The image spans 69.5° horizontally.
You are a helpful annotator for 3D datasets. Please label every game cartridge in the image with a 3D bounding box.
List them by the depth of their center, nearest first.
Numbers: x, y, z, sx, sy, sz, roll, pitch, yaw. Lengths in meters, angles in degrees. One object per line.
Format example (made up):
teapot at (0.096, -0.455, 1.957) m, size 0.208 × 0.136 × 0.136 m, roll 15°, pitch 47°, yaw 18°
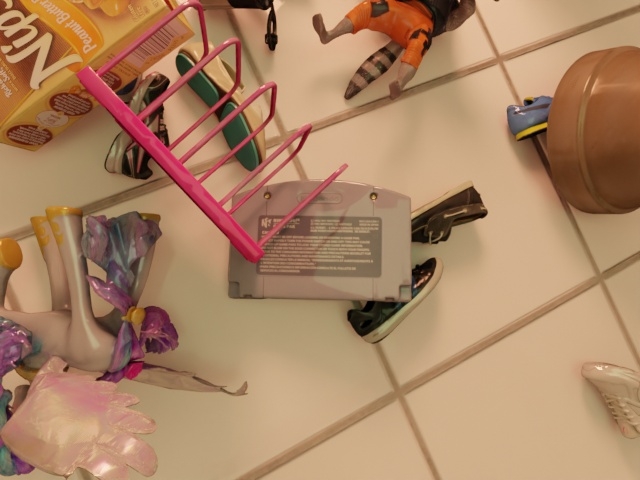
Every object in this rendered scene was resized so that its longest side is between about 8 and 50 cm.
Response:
game cartridge at (0.000, 0.000, 0.760) m, size 0.296 × 0.062 × 0.198 m, roll 1°, pitch 78°, yaw 4°

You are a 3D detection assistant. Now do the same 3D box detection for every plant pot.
plant pot at (0.625, -0.201, 0.814) m, size 0.322 × 0.280 × 0.324 m, roll -3°, pitch 97°, yaw -27°

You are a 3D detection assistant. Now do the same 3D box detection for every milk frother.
milk frother at (-0.144, -0.409, 0.801) m, size 0.134 × 0.129 × 0.143 m, roll 11°, pitch 111°, yaw 22°

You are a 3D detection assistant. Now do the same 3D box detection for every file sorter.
file sorter at (-0.129, -0.135, 0.636) m, size 0.182 × 0.202 × 0.291 m, roll -44°, pitch 95°, yaw -8°

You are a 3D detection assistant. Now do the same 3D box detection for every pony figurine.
pony figurine at (-0.305, 0.142, 0.619) m, size 0.350 × 0.302 × 0.364 m, roll -1°, pitch 85°, yaw 19°

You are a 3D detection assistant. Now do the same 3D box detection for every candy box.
candy box at (-0.362, -0.294, 0.661) m, size 0.316 × 0.087 × 0.183 m, roll -31°, pitch 82°, yaw 8°

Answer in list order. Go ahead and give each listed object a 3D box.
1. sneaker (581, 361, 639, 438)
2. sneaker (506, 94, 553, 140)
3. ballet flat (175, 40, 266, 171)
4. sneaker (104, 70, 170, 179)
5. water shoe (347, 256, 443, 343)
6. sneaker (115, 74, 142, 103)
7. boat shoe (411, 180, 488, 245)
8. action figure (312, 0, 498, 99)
sneaker at (0.593, 0.315, 0.882) m, size 0.232 × 0.090 × 0.115 m, roll 29°, pitch 80°, yaw -7°
sneaker at (0.473, -0.270, 0.942) m, size 0.209 × 0.069 × 0.082 m, roll -19°, pitch 83°, yaw -15°
ballet flat at (-0.147, -0.232, 0.785) m, size 0.086 × 0.086 × 0.249 m, roll -34°, pitch 90°, yaw -16°
sneaker at (-0.278, -0.180, 0.753) m, size 0.077 × 0.072 × 0.178 m, roll 23°, pitch 90°, yaw -15°
water shoe at (0.133, 0.087, 0.808) m, size 0.080 × 0.073 × 0.203 m, roll 46°, pitch 74°, yaw -2°
sneaker at (-0.318, -0.335, 0.750) m, size 0.080 × 0.081 × 0.212 m, roll -1°, pitch 83°, yaw -13°
boat shoe at (0.201, -0.029, 0.833) m, size 0.233 × 0.084 × 0.079 m, roll -26°, pitch 85°, yaw -18°
action figure at (0.133, -0.432, 0.866) m, size 0.341 × 0.179 × 0.330 m, roll 38°, pitch 67°, yaw 22°
